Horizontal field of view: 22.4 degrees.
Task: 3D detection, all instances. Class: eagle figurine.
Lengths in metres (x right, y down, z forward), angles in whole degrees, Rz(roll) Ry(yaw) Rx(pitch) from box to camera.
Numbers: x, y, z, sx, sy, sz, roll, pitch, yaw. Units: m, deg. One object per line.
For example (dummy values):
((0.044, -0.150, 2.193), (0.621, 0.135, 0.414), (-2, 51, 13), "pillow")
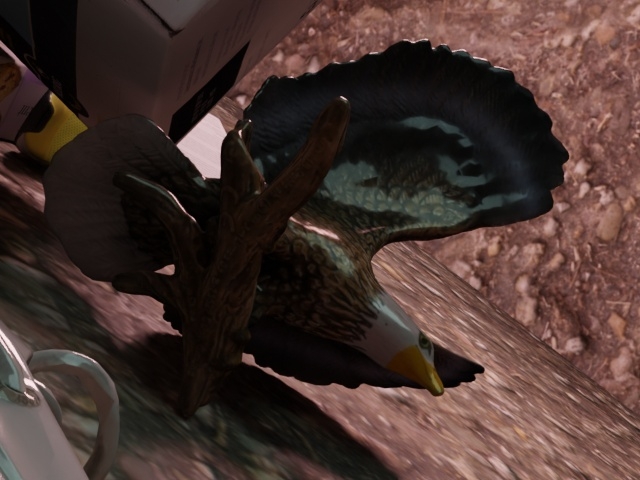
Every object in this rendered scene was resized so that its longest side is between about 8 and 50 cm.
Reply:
((0.006, 0.010, 0.960), (0.298, 0.226, 0.225), (-19, 92, -63), "eagle figurine")

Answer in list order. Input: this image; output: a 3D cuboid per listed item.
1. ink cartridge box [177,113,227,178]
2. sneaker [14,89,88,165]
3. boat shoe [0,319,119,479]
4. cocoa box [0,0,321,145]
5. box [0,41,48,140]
((-0.120, -0.047, 1.460), (0.189, 0.066, 0.232), (28, 32, -54), "ink cartridge box")
((-0.148, -0.065, 1.212), (0.094, 0.081, 0.208), (41, 7, 21), "sneaker")
((-0.115, 0.045, 0.375), (0.367, 0.136, 0.156), (44, 10, 33), "boat shoe")
((-0.105, -0.224, 0.972), (0.228, 0.231, 0.347), (44, -12, 0), "cocoa box")
((-0.250, -0.118, 1.117), (0.063, 0.067, 0.324), (39, 6, 11), "box")
